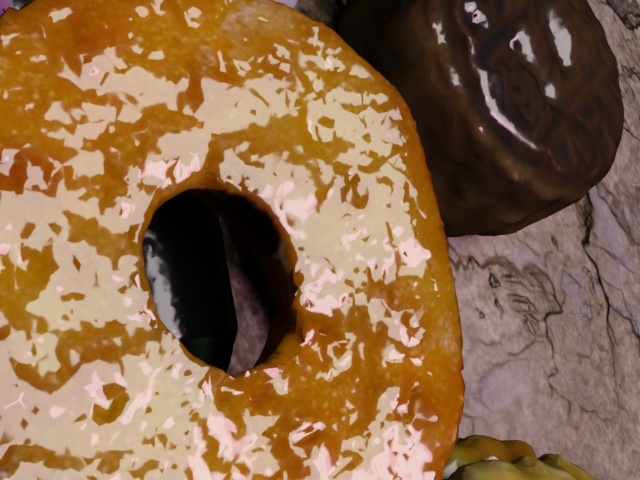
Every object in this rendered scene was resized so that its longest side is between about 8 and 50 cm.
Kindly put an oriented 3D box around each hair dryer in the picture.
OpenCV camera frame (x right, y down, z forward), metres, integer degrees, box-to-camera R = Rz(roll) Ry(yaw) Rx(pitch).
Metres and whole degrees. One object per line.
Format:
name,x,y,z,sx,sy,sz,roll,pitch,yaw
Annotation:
hair dryer,-0.192,0.032,0.466,0.302,0.116,0.244,-6,80,-33

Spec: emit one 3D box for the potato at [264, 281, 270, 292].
potato,0.000,0.000,0.650,0.117,0.090,0.226,-20,97,-51

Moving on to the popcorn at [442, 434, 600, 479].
popcorn,0.089,0.282,0.512,0.274,0.336,0.279,-3,35,-42

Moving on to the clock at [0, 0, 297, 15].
clock,-0.150,-0.232,0.588,0.247,0.090,0.228,-28,96,-43

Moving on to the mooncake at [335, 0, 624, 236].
mooncake,0.157,-0.151,0.798,0.290,0.161,0.291,15,65,-37

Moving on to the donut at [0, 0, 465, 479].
donut,-0.065,0.027,0.418,0.302,0.110,0.303,6,76,-25
